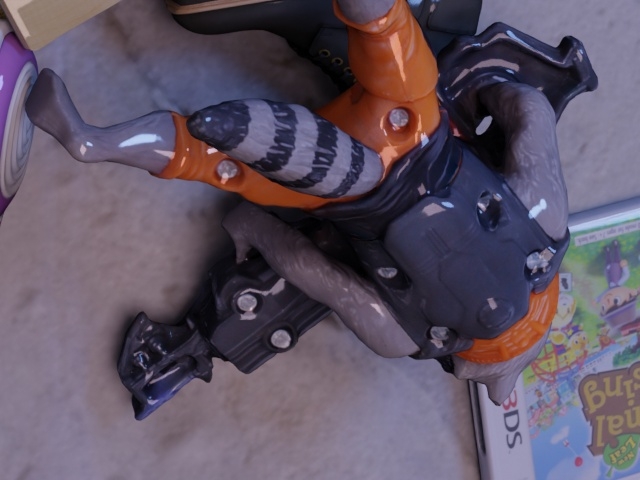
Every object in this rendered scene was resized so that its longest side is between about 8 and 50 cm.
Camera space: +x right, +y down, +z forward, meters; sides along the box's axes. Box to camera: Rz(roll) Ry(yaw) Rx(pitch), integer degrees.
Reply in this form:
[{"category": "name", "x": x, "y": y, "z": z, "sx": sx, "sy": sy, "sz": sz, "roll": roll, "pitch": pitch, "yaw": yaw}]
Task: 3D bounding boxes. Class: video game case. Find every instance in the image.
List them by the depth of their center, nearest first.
[{"category": "video game case", "x": 0.197, "y": 0.071, "z": 1.223, "sx": 0.212, "sy": 0.023, "sz": 0.193, "roll": -15, "pitch": 109, "yaw": -18}]

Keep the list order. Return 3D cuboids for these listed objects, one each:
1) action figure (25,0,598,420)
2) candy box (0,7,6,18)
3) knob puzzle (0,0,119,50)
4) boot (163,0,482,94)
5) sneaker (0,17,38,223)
[{"category": "action figure", "x": 0.000, "y": 0.000, "z": 1.002, "sx": 0.341, "sy": 0.178, "sz": 0.330, "roll": -44, "pitch": 127, "yaw": 12}, {"category": "candy box", "x": -0.181, "y": -0.216, "z": 0.982, "sx": 0.109, "sy": 0.053, "sz": 0.186, "roll": -37, "pitch": 115, "yaw": -11}, {"category": "knob puzzle", "x": -0.119, "y": -0.221, "z": 0.961, "sx": 0.213, "sy": 0.030, "sz": 0.213, "roll": -4, "pitch": 97, "yaw": -31}, {"category": "boot", "x": 0.009, "y": -0.100, "z": 1.080, "sx": 0.198, "sy": 0.077, "sz": 0.137, "roll": -8, "pitch": 112, "yaw": -18}, {"category": "sneaker", "x": -0.250, "y": 0.012, "z": 1.005, "sx": 0.152, "sy": 0.114, "sz": 0.305, "roll": 16, "pitch": 104, "yaw": 2}]
